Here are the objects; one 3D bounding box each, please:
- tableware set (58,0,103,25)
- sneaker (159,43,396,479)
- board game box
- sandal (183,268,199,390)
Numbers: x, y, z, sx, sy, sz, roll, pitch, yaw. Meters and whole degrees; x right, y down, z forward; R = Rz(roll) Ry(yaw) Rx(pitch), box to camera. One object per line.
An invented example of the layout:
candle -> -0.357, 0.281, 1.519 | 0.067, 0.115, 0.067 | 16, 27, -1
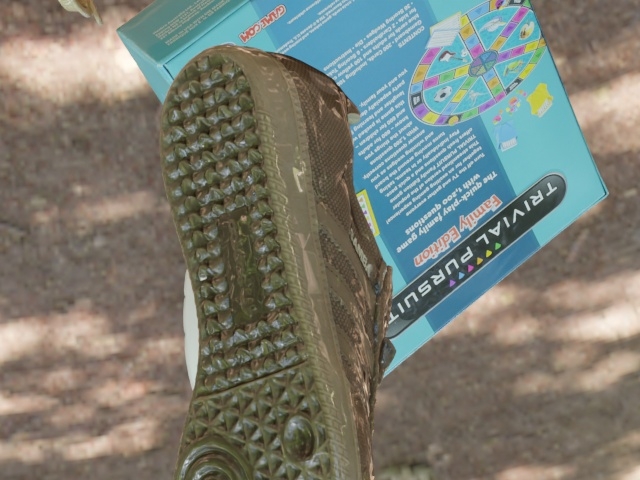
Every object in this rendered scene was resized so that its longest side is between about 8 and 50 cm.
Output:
tableware set -> -0.229, -0.246, 1.104 | 0.020, 0.141, 0.168 | -28, 159, 10
sneaker -> 0.000, 0.035, 0.417 | 0.066, 0.188, 0.071 | -10, 171, 40
board game box -> 0.046, -0.088, 1.001 | 0.253, 0.079, 0.336 | -38, 129, -9
sandal -> -0.009, -0.010, 1.176 | 0.102, 0.416, 0.169 | -15, 131, 34
